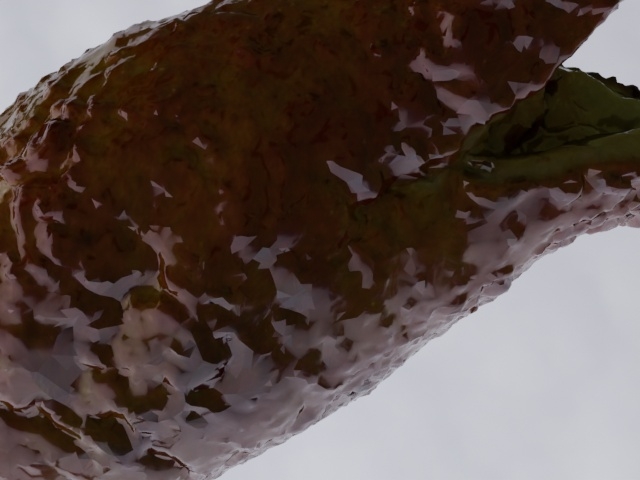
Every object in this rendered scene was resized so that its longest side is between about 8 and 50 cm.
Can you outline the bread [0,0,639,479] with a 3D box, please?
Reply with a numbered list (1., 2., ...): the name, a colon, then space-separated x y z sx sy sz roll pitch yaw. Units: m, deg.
1. bread: -0.006 -0.004 0.557 0.095 0.269 0.139 -101 -16 -49
